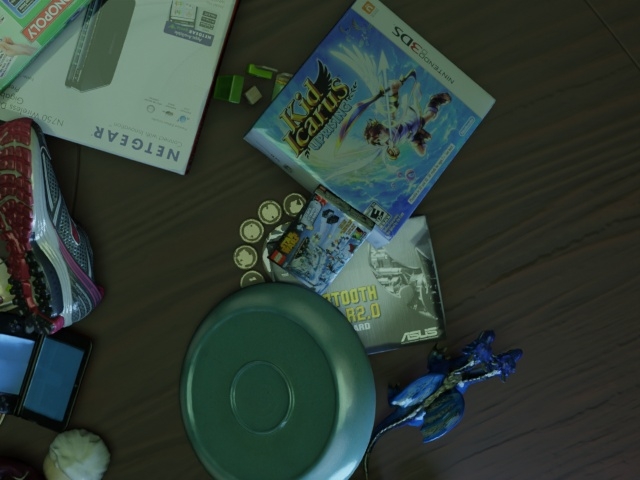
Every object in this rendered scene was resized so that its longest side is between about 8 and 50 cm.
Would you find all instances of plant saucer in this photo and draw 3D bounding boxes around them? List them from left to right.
[{"bbox_3d":[-0.074,0.215,1.808,0.318,0.044,0.317,-1,87,30],"label":"plant saucer"}]

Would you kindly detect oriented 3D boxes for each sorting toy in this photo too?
[{"bbox_3d":[-0.467,0.067,1.867,0.083,0.045,0.075,-19,87,-1],"label":"sorting toy"}]

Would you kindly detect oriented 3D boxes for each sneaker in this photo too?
[{"bbox_3d":[-0.384,-0.025,1.815,0.112,0.121,0.299,-26,115,-43],"label":"sneaker"}]

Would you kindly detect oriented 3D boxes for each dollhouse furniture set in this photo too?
[{"bbox_3d":[-0.068,-0.201,1.825,0.152,0.058,0.076,11,92,-29],"label":"dollhouse furniture set"}]

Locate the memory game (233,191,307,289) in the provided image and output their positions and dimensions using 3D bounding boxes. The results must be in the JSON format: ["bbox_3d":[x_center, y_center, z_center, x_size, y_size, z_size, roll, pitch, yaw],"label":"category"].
[{"bbox_3d":[-0.035,0.023,1.892,0.186,0.012,0.186,0,94,-2],"label":"memory game"}]

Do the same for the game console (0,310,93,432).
[{"bbox_3d":[-0.409,0.186,1.846,0.124,0.085,0.144,18,89,-41],"label":"game console"}]

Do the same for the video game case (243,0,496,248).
[{"bbox_3d":[0.071,-0.169,1.816,0.244,0.061,0.269,39,73,-5],"label":"video game case"}]

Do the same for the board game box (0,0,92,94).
[{"bbox_3d":[-0.464,-0.311,1.745,0.317,0.046,0.213,-45,100,2],"label":"board game box"}]

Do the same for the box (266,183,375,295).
[{"bbox_3d":[0.000,0.000,1.781,0.094,0.027,0.137,35,125,-4],"label":"box"}]

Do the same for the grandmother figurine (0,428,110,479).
[{"bbox_3d":[-0.450,0.385,1.864,0.342,0.104,0.208,-36,122,-2],"label":"grandmother figurine"}]

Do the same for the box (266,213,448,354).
[{"bbox_3d":[0.052,0.071,1.864,0.231,0.056,0.183,-10,94,-2],"label":"box"}]

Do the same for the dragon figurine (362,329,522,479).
[{"bbox_3d":[0.152,0.225,1.846,0.289,0.144,0.085,-40,94,1],"label":"dragon figurine"}]

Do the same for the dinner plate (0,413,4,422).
[{"bbox_3d":[-0.520,0.227,1.886,0.141,0.017,0.141,0,95,-2],"label":"dinner plate"}]

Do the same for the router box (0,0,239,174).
[{"bbox_3d":[-0.301,-0.281,1.827,0.335,0.082,0.301,16,93,-3],"label":"router box"}]
